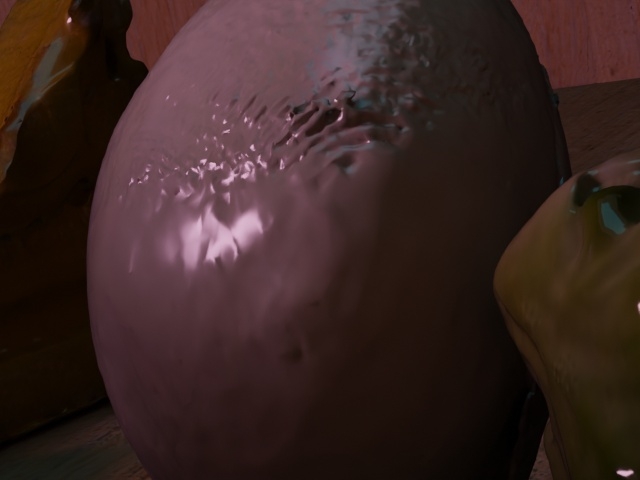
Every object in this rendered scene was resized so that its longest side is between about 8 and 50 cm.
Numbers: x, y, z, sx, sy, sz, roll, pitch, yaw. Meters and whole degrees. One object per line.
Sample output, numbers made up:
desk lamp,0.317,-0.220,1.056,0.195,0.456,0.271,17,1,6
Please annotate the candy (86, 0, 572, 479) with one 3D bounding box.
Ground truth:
candy,0.000,0.000,0.739,0.185,0.295,0.295,4,10,-5

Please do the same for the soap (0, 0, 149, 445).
soap,-0.260,-0.013,1.217,0.169,0.304,0.339,-5,12,45

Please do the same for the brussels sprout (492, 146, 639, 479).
brussels sprout,0.182,0.065,0.548,0.210,0.219,0.271,-18,40,-40
